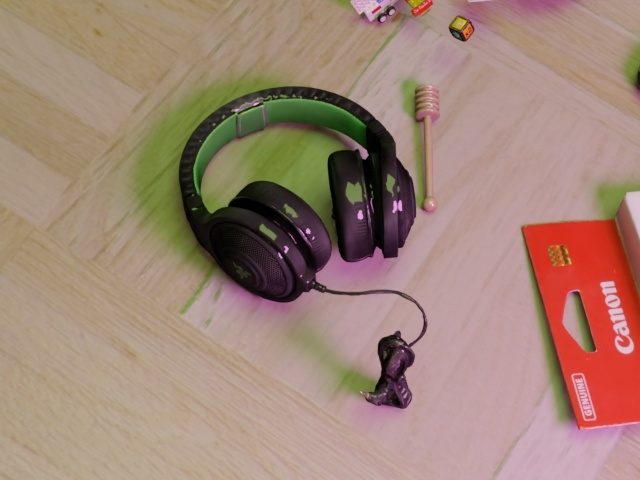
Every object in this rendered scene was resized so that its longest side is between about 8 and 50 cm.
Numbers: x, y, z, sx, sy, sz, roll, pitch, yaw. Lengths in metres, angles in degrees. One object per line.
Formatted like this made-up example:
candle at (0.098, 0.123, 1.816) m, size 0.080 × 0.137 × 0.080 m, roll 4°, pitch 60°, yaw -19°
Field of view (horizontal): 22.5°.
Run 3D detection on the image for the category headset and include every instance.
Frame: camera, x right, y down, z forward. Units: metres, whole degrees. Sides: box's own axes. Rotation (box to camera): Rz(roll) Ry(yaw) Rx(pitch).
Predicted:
headset at (0.000, 0.000, 1.784) m, size 0.243 × 0.185 × 0.394 m, roll -23°, pitch 54°, yaw -14°

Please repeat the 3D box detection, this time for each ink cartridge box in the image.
ink cartridge box at (0.377, 0.070, 1.810) m, size 0.239 × 0.060 × 0.275 m, roll -4°, pitch 58°, yaw -12°

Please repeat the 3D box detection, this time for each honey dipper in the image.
honey dipper at (0.128, -0.107, 1.894) m, size 0.031 × 0.030 × 0.160 m, roll 2°, pitch 65°, yaw -8°

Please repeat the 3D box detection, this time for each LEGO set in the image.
LEGO set at (0.143, -0.349, 1.965) m, size 0.183 × 0.060 × 0.244 m, roll -2°, pitch 61°, yaw 23°

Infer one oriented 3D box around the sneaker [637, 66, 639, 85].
sneaker at (0.476, -0.244, 1.984) m, size 0.211 × 0.081 × 0.080 m, roll -34°, pitch 75°, yaw -21°
